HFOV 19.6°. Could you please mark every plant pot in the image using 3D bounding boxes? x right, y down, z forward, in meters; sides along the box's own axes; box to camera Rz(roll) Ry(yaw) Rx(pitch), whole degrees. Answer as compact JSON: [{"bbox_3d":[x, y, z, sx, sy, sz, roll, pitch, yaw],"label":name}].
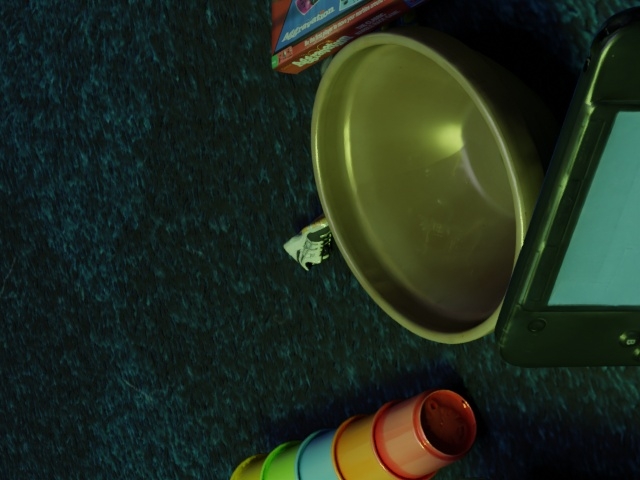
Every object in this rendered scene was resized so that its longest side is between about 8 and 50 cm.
[{"bbox_3d":[0.105,-0.051,1.377,0.237,0.109,0.237,30,130,43],"label":"plant pot"}]

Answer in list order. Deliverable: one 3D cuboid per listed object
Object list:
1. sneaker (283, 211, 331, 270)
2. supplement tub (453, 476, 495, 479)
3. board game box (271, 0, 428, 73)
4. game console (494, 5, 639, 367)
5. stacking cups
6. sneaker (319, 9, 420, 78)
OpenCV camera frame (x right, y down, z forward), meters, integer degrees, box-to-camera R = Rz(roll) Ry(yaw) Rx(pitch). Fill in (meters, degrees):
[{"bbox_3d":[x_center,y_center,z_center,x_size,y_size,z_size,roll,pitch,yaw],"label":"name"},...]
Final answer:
[{"bbox_3d":[0.000,0.000,1.635,0.037,0.032,0.083,51,150,1],"label":"sneaker"},{"bbox_3d":[0.180,0.285,1.382,0.272,0.191,0.191,3,110,55],"label":"supplement tub"},{"bbox_3d":[0.042,-0.233,1.393,0.281,0.027,0.145,-22,63,57],"label":"board game box"},{"bbox_3d":[0.272,0.023,1.136,0.173,0.250,0.293,-106,22,-46],"label":"game console"},{"bbox_3d":[0.034,0.203,1.655,0.316,0.096,0.096,-30,83,52],"label":"stacking cups"},{"bbox_3d":[0.040,-0.114,1.485,0.078,0.067,0.188,34,129,51],"label":"sneaker"}]
